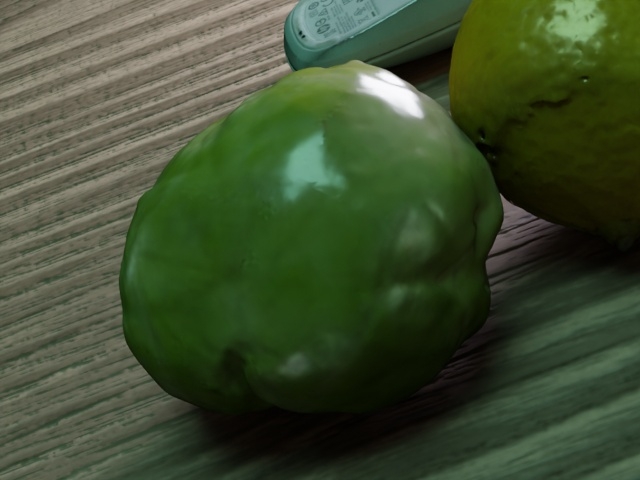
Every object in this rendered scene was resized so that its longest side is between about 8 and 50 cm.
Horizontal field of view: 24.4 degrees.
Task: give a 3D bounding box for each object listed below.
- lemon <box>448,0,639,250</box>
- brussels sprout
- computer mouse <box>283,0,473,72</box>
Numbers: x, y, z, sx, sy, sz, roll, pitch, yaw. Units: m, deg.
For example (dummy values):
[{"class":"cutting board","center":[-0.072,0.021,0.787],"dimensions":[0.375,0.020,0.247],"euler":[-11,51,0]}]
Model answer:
[{"class":"lemon","center":[0.213,-0.128,1.155],"dimensions":[0.228,0.228,0.253],"euler":[-14,35,11]},{"class":"brussels sprout","center":[0.003,0.001,1.102],"dimensions":[0.316,0.242,0.274],"euler":[-40,13,-28]},{"class":"computer mouse","center":[0.101,-0.237,1.484],"dimensions":[0.288,0.097,0.159],"euler":[-31,35,7]}]
